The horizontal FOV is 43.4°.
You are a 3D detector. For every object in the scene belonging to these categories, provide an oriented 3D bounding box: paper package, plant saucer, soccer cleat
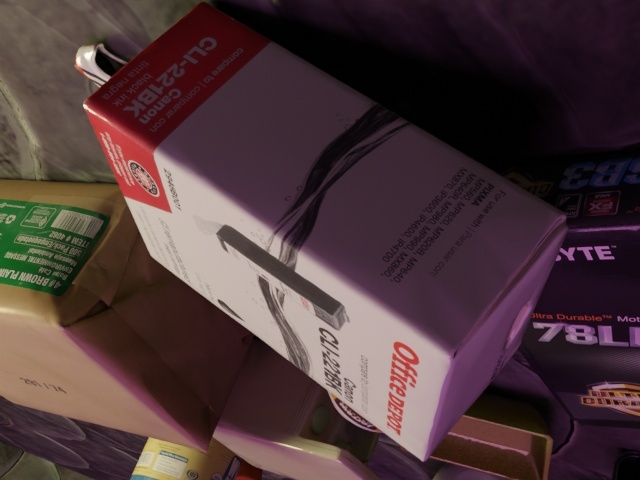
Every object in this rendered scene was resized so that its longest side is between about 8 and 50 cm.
[{"bbox_3d":[-0.283,0.080,0.896,0.325,0.168,0.309,6,148,28],"label":"paper package"},{"bbox_3d":[0.181,0.223,0.957,0.188,0.045,0.188,11,151,19],"label":"plant saucer"},{"bbox_3d":[-0.148,-0.116,0.607,0.036,0.029,0.083,-7,137,48],"label":"soccer cleat"}]

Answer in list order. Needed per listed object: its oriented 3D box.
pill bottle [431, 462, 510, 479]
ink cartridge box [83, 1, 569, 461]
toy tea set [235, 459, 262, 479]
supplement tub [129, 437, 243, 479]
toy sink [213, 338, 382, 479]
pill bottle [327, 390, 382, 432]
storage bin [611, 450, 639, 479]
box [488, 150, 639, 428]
[{"bbox_3d":[0.205,0.398,1.162,0.124,0.124,0.221,17,150,9],"label":"pill bottle"},{"bbox_3d":[0.000,0.000,0.532,0.273,0.114,0.197,33,156,20],"label":"ink cartridge box"},{"bbox_3d":[-0.047,0.399,1.392,0.200,0.124,0.336,-27,129,17],"label":"toy tea set"},{"bbox_3d":[-0.188,0.316,1.207,0.145,0.199,0.144,17,152,9],"label":"supplement tub"},{"bbox_3d":[-0.010,0.213,0.983,0.234,0.131,0.153,4,148,38],"label":"toy sink"},{"bbox_3d":[0.073,0.113,0.762,0.117,0.117,0.215,23,152,-3],"label":"pill bottle"},{"bbox_3d":[0.412,0.318,0.885,0.180,0.122,0.084,6,148,27],"label":"storage bin"},{"bbox_3d":[0.277,0.050,0.567,0.296,0.073,0.293,-4,144,37],"label":"box"}]
